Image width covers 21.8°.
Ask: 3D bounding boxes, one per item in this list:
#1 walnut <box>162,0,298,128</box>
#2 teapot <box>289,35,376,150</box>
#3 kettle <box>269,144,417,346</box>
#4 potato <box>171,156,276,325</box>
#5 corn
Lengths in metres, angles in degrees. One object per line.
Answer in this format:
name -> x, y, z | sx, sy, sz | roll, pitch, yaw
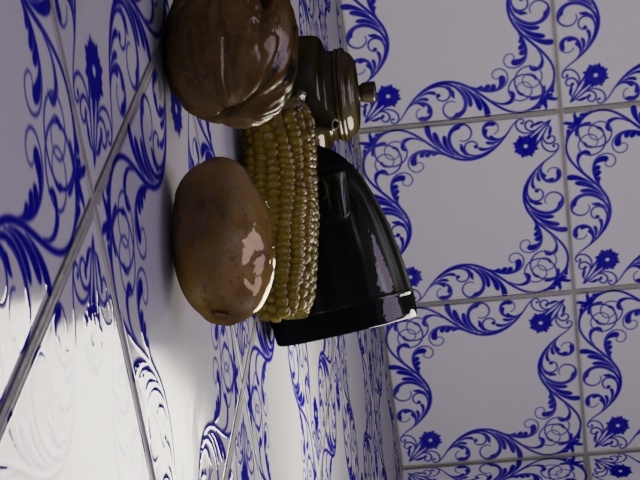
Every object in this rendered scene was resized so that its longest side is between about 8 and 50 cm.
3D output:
walnut -> -0.096, -0.213, 1.781 | 0.155, 0.155, 0.184 | 74, 18, -60
teapot -> -0.003, -0.218, 2.476 | 0.267, 0.175, 0.185 | -83, 168, -63
kettle -> 0.013, -0.003, 2.356 | 0.251, 0.207, 0.271 | -14, 90, -77
potato -> -0.101, -0.003, 1.718 | 0.118, 0.109, 0.178 | 31, 46, -55
corn -> -0.052, -0.048, 2.207 | 0.115, 0.115, 0.317 | 46, 40, -80
